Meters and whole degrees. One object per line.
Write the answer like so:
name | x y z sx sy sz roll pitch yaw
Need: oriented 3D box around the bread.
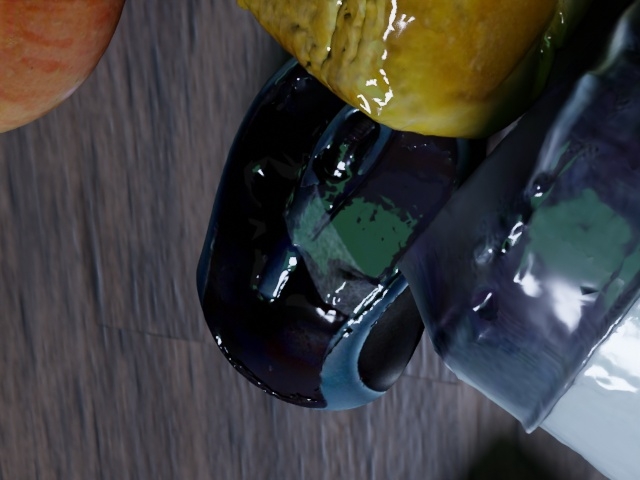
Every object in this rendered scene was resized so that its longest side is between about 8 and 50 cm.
bread | 0.066 -0.201 0.663 0.132 0.167 0.294 6 119 -25

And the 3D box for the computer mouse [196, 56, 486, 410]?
computer mouse | 0.000 0.000 0.825 0.137 0.096 0.233 29 122 14

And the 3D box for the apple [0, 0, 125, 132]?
apple | -0.200 -0.159 0.811 0.209 0.164 0.209 5 115 10

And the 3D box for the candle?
candle | 0.219 0.047 0.662 0.342 0.221 0.221 37 123 7
